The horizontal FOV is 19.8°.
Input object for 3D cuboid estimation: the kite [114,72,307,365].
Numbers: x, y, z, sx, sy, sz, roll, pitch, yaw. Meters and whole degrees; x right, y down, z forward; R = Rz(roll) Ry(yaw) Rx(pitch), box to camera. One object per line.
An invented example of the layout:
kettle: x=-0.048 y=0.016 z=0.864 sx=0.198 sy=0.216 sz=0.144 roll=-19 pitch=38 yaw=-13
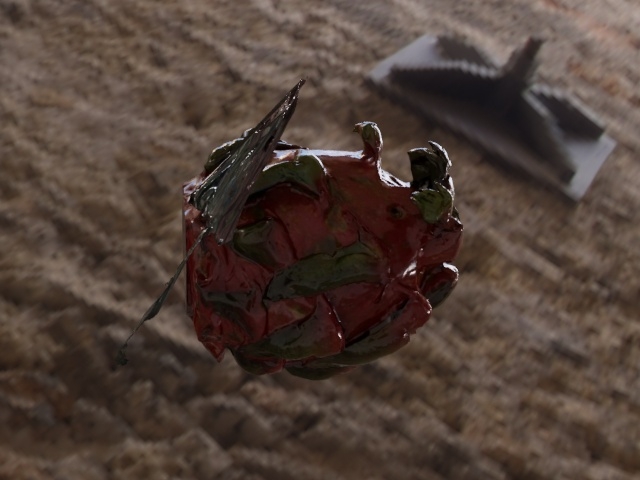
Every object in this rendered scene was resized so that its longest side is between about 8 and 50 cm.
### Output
kite: x=-0.047 y=-0.010 z=0.821 sx=0.011 sy=0.139 sz=0.157 roll=33 pitch=-97 yaw=9

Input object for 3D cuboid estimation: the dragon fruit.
dragon fruit: x=0.000 y=0.000 z=1.152 sx=0.172 sy=0.160 sz=0.167 roll=-2 pitch=-109 yaw=-6
